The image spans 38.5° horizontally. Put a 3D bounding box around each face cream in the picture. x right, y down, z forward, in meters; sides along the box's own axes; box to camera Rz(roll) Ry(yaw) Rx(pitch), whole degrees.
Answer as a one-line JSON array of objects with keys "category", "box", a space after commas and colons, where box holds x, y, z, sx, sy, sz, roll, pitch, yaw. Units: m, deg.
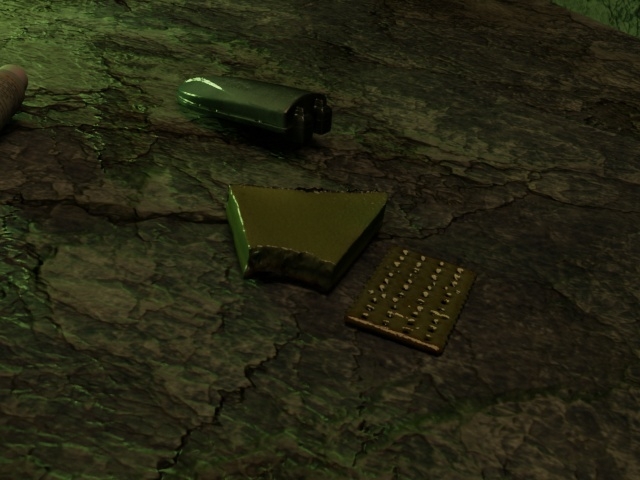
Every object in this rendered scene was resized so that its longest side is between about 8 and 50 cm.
[{"category": "face cream", "box": [-0.542, -0.224, 1.504, 0.082, 0.081, 0.269, 8, 27, -4]}]

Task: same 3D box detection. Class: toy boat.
[{"category": "toy boat", "box": [-0.137, -0.245, 1.673, 0.320, 0.092, 0.141, 17, 28, 28]}]

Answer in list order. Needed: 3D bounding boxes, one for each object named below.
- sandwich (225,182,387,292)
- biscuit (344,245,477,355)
[{"category": "sandwich", "box": [0.000, 0.000, 1.286, 0.245, 0.063, 0.212, 1, 32, -15]}, {"category": "biscuit", "box": [0.124, 0.073, 1.231, 0.139, 0.016, 0.231, 18, 29, 14]}]
